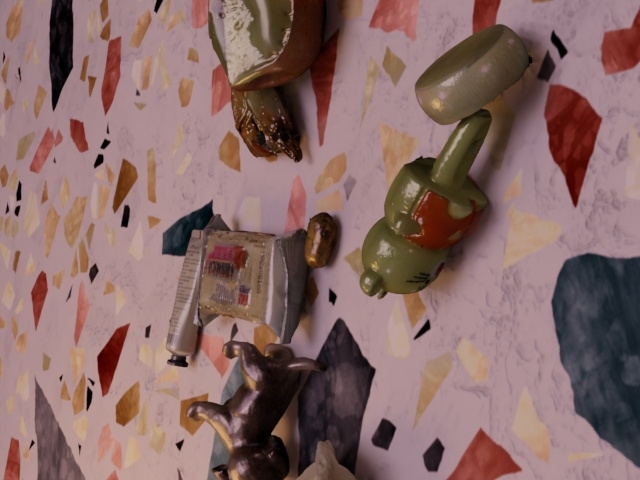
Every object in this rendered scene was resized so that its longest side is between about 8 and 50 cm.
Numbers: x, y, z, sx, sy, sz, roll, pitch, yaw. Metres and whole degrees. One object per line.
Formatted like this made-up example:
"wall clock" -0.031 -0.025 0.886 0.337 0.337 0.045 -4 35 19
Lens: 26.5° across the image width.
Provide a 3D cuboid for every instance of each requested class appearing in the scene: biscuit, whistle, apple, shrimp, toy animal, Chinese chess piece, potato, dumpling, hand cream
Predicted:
"biscuit" -0.110 0.059 2.092 0.309 0.079 0.186 9 89 57
"whistle" 0.136 -0.038 1.685 0.106 0.131 0.288 40 119 20
"apple" -0.076 -0.327 2.032 0.207 0.173 0.188 -11 95 55
"shrimp" -0.089 -0.188 2.126 0.267 0.061 0.145 49 133 46
"toy animal" -0.096 0.259 2.001 0.168 0.121 0.233 24 95 40
"Chinese chess piece" 0.182 -0.198 1.630 0.144 0.058 0.144 -35 15 11
"potato" 0.000 0.000 1.962 0.051 0.040 0.083 -167 86 -71
"dumpling" 0.000 0.379 1.836 0.179 0.131 0.252 -96 7 -56
"hand cream" -0.222 0.097 2.300 0.080 0.050 0.234 4 83 59
